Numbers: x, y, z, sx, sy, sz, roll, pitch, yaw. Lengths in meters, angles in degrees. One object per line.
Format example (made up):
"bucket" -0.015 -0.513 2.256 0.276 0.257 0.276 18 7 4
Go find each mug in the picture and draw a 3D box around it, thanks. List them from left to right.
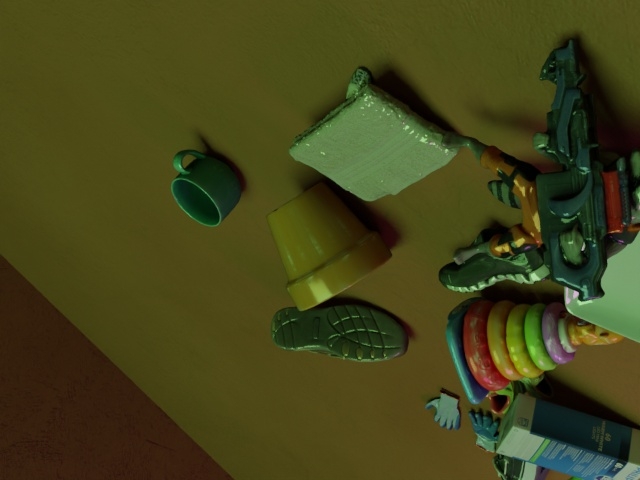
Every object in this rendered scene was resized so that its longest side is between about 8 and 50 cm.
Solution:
"mug" -0.227 -0.116 1.975 0.129 0.097 0.158 30 148 17

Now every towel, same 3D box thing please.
"towel" 0.080 -0.152 1.598 0.187 0.049 0.282 30 153 -18

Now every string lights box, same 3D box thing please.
"string lights box" 0.478 0.386 1.831 0.259 0.077 0.133 17 146 4

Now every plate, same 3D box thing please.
"plate" 0.490 0.046 1.426 0.278 0.045 0.277 23 141 37

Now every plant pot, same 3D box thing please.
"plant pot" 0.000 0.000 1.810 0.188 0.205 0.205 59 148 -2

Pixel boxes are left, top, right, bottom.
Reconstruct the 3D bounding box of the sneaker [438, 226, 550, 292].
"sneaker" 0.282 0.025 1.635 0.234 0.078 0.106 -11 121 49

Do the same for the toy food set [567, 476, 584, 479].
"toy food set" 0.582 0.516 2.001 0.192 0.038 0.132 41 150 -4

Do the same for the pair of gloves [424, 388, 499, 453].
"pair of gloves" 0.321 0.403 2.153 0.198 0.023 0.159 25 147 21

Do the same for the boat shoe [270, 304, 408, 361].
"boat shoe" 0.051 0.201 2.107 0.324 0.123 0.116 7 172 30

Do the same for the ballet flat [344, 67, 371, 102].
"ballet flat" 0.057 -0.229 1.569 0.041 0.041 0.114 32 149 12

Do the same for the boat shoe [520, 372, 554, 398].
"boat shoe" 0.405 0.255 1.839 0.045 0.050 0.135 1 143 43

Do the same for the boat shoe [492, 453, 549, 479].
"boat shoe" 0.420 0.468 2.045 0.105 0.113 0.306 30 147 27

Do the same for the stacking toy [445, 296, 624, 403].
"stacking toy" 0.381 0.167 1.661 0.301 0.175 0.166 -13 100 37

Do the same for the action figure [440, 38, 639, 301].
"action figure" 0.333 -0.099 1.342 0.330 0.178 0.341 6 98 40

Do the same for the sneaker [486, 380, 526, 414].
"sneaker" 0.336 0.255 1.864 0.081 0.094 0.208 6 135 46
